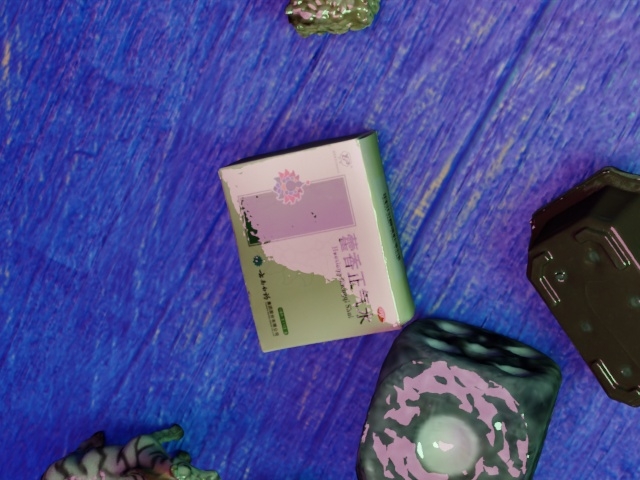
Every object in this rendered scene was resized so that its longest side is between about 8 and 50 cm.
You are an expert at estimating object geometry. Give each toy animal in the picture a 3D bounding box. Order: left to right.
[{"bbox_3d":[-0.207,0.257,1.614,0.255,0.170,0.090,-18,89,35],"label":"toy animal"}]

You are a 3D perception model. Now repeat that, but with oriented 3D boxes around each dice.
[{"bbox_3d":[0.147,0.195,1.497,0.181,0.183,0.182,20,104,12],"label":"dice"}]

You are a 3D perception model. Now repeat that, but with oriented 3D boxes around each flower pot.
[{"bbox_3d":[0.311,0.063,1.447,0.179,0.084,0.251,-35,90,43],"label":"flower pot"}]

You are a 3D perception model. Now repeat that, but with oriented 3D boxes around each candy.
[{"bbox_3d":[0.005,-0.263,1.505,0.110,0.085,0.095,-13,90,7],"label":"candy"}]

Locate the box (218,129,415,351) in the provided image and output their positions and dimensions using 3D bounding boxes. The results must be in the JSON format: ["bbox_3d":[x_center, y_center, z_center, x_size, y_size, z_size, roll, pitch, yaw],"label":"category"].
[{"bbox_3d":[0.000,0.000,1.548,0.168,0.095,0.212,-12,97,14],"label":"box"}]
